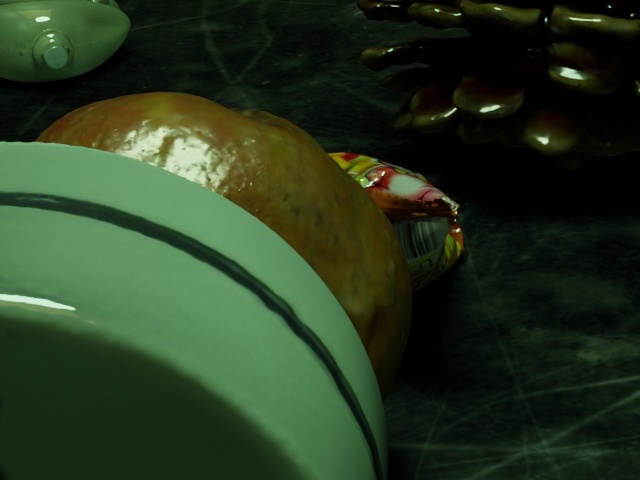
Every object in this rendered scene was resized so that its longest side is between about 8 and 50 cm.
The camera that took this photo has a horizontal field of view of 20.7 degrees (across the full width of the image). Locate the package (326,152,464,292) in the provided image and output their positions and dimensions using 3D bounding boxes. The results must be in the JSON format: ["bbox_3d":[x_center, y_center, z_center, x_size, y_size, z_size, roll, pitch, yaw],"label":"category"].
[{"bbox_3d":[-0.007,0.000,1.294,0.223,0.109,0.288,2,-10,5],"label":"package"}]

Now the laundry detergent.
[{"bbox_3d":[-0.304,-0.238,1.927,0.181,0.091,0.253,-6,24,-16],"label":"laundry detergent"}]

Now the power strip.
[{"bbox_3d":[-0.144,0.124,0.820,0.357,0.358,0.161,-2,27,7],"label":"power strip"}]

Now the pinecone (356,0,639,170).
[{"bbox_3d":[0.220,-0.241,1.551,0.397,0.398,0.398,-4,25,2],"label":"pinecone"}]

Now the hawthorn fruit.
[{"bbox_3d":[-0.076,0.069,1.051,0.276,0.277,0.298,-4,47,2],"label":"hawthorn fruit"}]
